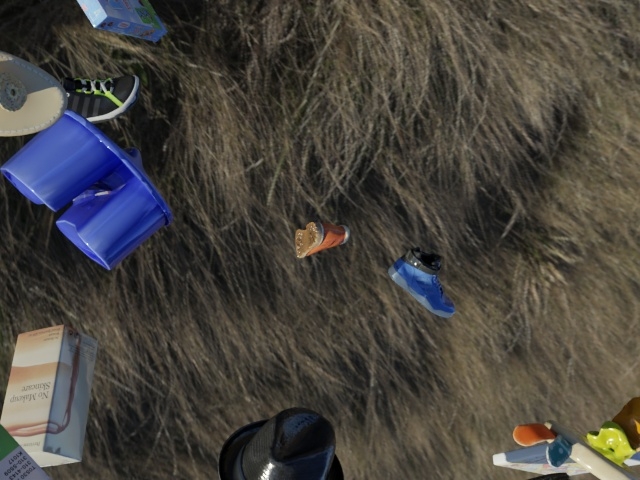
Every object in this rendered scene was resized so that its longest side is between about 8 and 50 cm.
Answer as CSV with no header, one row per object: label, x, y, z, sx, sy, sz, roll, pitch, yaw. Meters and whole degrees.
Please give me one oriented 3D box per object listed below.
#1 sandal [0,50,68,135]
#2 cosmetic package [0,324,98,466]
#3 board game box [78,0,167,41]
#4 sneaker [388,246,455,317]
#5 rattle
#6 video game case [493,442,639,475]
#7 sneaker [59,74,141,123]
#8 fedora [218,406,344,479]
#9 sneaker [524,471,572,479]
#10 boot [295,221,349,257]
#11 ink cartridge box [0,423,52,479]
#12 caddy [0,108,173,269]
sandal,-0.361,-0.152,0.589,0.240,0.079,0.088,17,99,-29
cosmetic package,-0.636,0.364,1.476,0.153,0.295,0.129,-14,149,16
board game box,-0.384,-0.453,1.156,0.039,0.160,0.211,-31,-178,19
sneaker,0.209,0.074,1.168,0.152,0.058,0.084,38,114,-6
rattle,0.364,0.243,0.824,0.200,0.130,0.142,34,109,-19
video game case,0.524,0.466,1.342,0.207,0.026,0.227,19,147,-24
sneaker,-0.481,-0.289,1.276,0.235,0.084,0.097,-21,145,3
fedora,-0.067,0.490,1.447,0.334,0.334,0.152,4,120,-38
sneaker,0.363,0.514,0.968,0.130,0.330,0.147,-27,116,34
boot,0.000,0.000,1.279,0.085,0.158,0.059,-3,81,-23
ink cartridge box,-0.456,0.418,0.863,0.117,0.278,0.201,-41,-178,29
caddy,-0.376,-0.096,1.051,0.179,0.341,0.241,-46,116,-18
